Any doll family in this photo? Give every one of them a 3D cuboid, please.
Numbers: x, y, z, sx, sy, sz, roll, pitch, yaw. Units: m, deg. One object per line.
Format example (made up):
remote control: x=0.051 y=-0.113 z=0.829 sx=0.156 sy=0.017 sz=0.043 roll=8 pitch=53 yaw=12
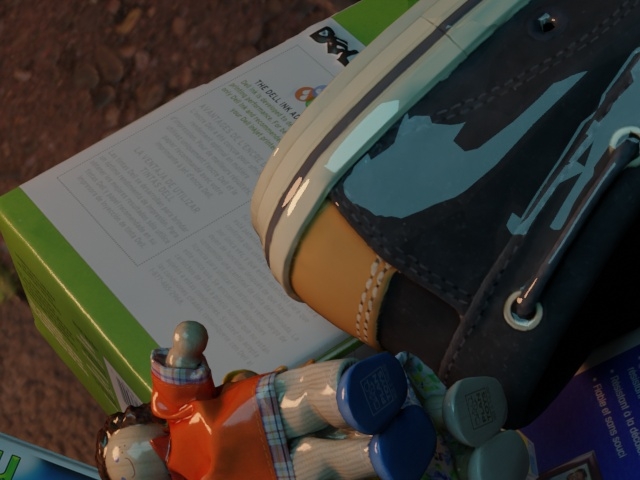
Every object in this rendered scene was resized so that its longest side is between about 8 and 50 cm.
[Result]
doll family: x=0.015 y=0.138 z=0.673 sx=0.163 sy=0.118 sz=0.263 roll=-14 pitch=102 yaw=39

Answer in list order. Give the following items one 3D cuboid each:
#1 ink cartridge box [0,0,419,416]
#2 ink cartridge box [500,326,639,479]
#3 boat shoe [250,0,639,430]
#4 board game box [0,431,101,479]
ink cartridge box: x=0.000 y=0.000 z=0.847 sx=0.255 sy=0.097 sz=0.189 roll=-31 pitch=50 yaw=-19
ink cartridge box: x=0.157 y=0.117 z=0.708 sx=0.332 sy=0.065 sz=0.165 roll=-29 pitch=58 yaw=22
boat shoe: x=0.198 y=-0.118 z=0.700 sx=0.500 sy=0.187 sz=0.156 roll=-42 pitch=70 yaw=-3
board game box: x=-0.225 y=0.155 z=0.735 sx=0.305 sy=0.053 sz=0.193 roll=20 pitch=68 yaw=2
